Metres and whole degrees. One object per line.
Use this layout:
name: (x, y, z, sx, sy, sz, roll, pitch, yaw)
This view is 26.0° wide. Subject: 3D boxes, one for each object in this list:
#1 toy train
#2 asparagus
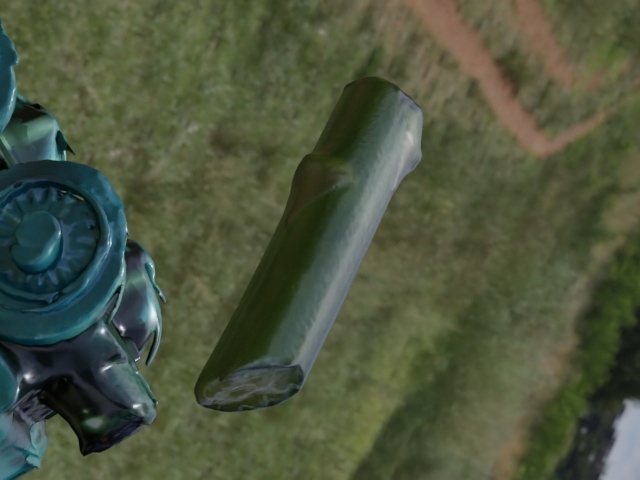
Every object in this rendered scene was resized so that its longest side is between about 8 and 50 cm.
toy train: (-0.148, 0.008, 0.503, 0.154, 0.198, 0.107, -31, 165, -11)
asparagus: (0.002, 0.000, 0.825, 0.277, 0.060, 0.067, -66, 151, -41)
